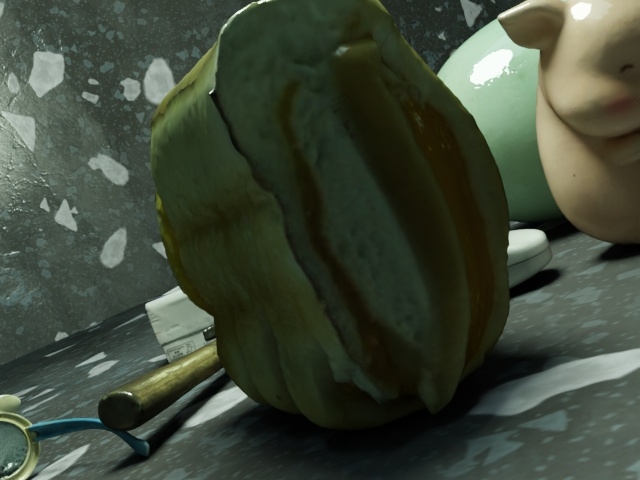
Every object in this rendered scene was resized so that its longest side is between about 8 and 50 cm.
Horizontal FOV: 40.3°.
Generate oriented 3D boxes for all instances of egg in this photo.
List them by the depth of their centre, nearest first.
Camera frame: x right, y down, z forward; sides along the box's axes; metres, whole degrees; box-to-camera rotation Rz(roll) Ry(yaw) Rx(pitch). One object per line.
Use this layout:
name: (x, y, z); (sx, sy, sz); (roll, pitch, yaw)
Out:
egg: (0.308, -0.170, 1.117); (0.388, 0.276, 0.276); (-20, 3, -19)

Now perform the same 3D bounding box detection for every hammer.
hammer: (-0.121, 0.128, 0.995); (0.168, 0.044, 0.440); (-21, 0, 17)

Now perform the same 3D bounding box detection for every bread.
bread: (-0.002, -0.014, 0.706); (0.210, 0.301, 0.341); (-22, 0, -25)

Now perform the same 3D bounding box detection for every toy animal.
toy animal: (0.279, -0.119, 0.821); (0.166, 0.250, 0.154); (-25, 21, -33)

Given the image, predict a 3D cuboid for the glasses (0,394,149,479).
glasses: (-0.280, 0.229, 0.801); (0.220, 0.088, 0.189); (5, 16, 31)

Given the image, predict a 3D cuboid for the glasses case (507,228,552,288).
glasses case: (0.119, 0.044, 0.881); (0.233, 0.059, 0.092); (-22, 3, 10)

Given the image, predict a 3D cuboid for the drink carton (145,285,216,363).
drink carton: (-0.168, 0.101, 1.371); (0.134, 0.102, 0.222); (-24, 4, 10)
